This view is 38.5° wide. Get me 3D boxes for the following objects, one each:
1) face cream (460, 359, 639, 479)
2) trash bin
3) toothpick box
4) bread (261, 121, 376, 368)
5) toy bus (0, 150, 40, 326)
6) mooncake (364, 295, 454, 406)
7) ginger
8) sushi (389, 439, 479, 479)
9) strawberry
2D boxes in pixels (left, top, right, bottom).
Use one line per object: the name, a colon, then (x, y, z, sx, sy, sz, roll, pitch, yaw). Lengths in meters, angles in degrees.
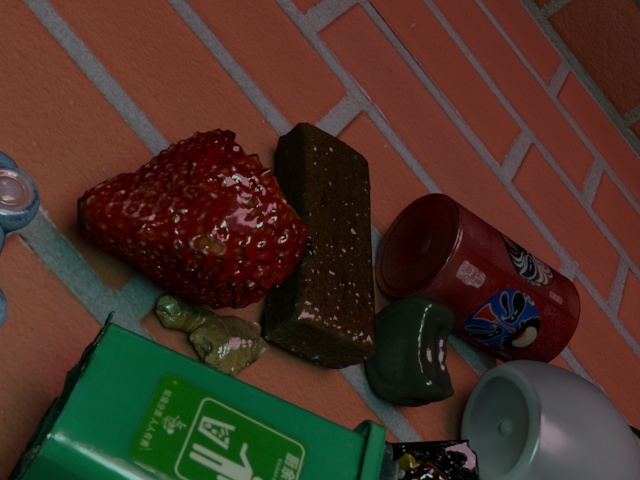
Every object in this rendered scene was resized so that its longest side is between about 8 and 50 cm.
face cream: (0.413, 0.367, 1.557, 0.357, 0.219, 0.313, 29, 44, -32)
trash bin: (-0.135, 0.285, 0.991, 0.381, 0.295, 0.259, 32, 37, -10)
toothpick box: (0.285, 0.079, 1.646, 0.333, 0.204, 0.204, 30, 44, -29)
bread: (0.000, 0.000, 1.463, 0.165, 0.113, 0.417, 31, 42, -31)
toy bus: (-0.432, 0.021, 0.909, 0.231, 0.197, 0.294, 22, 49, -23)
mooncake: (0.153, 0.177, 1.455, 0.104, 0.175, 0.168, 18, 9, -35)
ginger: (-0.151, 0.133, 1.236, 0.165, 0.067, 0.096, 21, 47, -20)
sushi: (0.139, 0.384, 1.298, 0.150, 0.153, 0.172, 6, 77, -69)
strawberry: (-0.156, -0.012, 1.196, 0.257, 0.261, 0.261, -37, 93, -16)
